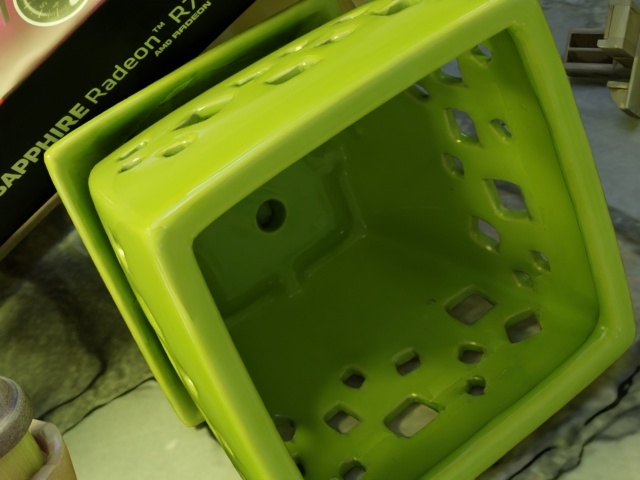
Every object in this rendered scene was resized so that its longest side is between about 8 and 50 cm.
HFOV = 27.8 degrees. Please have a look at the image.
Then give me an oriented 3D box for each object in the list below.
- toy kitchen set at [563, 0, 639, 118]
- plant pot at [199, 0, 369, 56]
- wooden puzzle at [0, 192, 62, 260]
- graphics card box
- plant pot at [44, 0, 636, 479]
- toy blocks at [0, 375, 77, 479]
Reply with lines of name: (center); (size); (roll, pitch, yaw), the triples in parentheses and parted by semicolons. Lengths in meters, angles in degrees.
toy kitchen set: (0.191, -0.122, 0.896); (0.075, 0.083, 0.068); (8, 85, 34)
plant pot: (-0.090, -0.160, 0.932); (0.254, 0.239, 0.254); (-14, 35, 10)
wooden puzzle: (-0.325, 0.010, 0.995); (0.221, 0.044, 0.239); (8, 48, 33)
graphics card box: (-0.163, -0.174, 0.753); (0.371, 0.094, 0.233); (-41, 59, 8)
plant pot: (0.000, 0.000, 0.693); (0.227, 0.228, 0.207); (-34, 30, -20)
toy blocks: (-0.262, 0.188, 0.525); (0.288, 0.260, 0.309); (-10, 36, 13)
